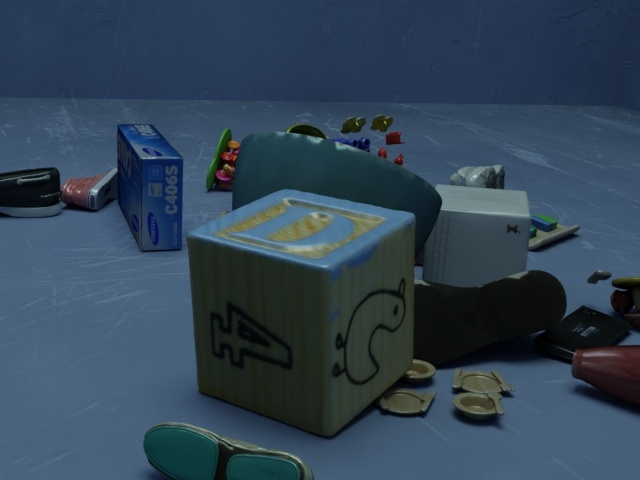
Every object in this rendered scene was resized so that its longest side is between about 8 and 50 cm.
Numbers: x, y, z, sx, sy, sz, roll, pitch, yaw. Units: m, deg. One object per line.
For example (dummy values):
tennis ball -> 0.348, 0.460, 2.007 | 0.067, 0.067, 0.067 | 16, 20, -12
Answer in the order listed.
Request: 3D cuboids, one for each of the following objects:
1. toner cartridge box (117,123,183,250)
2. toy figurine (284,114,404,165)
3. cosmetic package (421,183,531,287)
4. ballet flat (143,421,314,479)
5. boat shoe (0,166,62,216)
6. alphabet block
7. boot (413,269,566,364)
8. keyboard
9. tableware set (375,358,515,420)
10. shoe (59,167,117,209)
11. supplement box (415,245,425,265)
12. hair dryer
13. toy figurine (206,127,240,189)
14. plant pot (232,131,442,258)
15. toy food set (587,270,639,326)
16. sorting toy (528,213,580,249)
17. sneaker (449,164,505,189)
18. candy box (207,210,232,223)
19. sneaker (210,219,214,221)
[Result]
toner cartridge box -> -0.320, -0.107, 1.704 | 0.075, 0.165, 0.348 | -3, 16, -18
toy figurine -> -0.008, -0.160, 1.989 | 0.217, 0.191, 0.362 | -1, 8, 44
cosmetic package -> 0.242, 0.007, 1.439 | 0.151, 0.151, 0.183 | 6, 15, 9
ballet flat -> -0.085, 0.211, 0.862 | 0.168, 0.057, 0.052 | 12, -10, 18
boat shoe -> -0.642, -0.097, 1.732 | 0.303, 0.091, 0.114 | -2, 17, -20
alphabet block -> -0.018, 0.071, 1.041 | 0.193, 0.197, 0.192 | 14, 27, 33
boot -> 0.163, 0.110, 1.219 | 0.305, 0.112, 0.115 | -6, -14, -11
keyboard -> 0.352, 0.128, 1.275 | 0.108, 0.023, 0.180 | 21, 22, 31
tableware set -> 0.143, 0.172, 1.077 | 0.169, 0.020, 0.141 | 6, 16, 6
shoe -> -0.461, -0.111, 1.867 | 0.081, 0.063, 0.178 | 10, 21, 5
supplement box -> 0.194, 0.015, 1.576 | 0.083, 0.055, 0.043 | 9, 17, 16
hair dryer -> 0.445, 0.166, 1.115 | 0.294, 0.080, 0.223 | 6, -1, -10
toy figurine -> -0.154, -0.159, 2.054 | 0.159, 0.130, 0.173 | 14, 39, 5
plant pot -> 0.000, 0.000, 1.260 | 0.290, 0.195, 0.290 | 17, -12, 4
toy food set -> 0.497, 0.096, 1.353 | 0.218, 0.071, 0.128 | 6, -8, 3
sorting toy -> 0.379, -0.034, 1.817 | 0.208, 0.038, 0.193 | 15, 20, 36
sneaker -> 0.343, -0.125, 2.075 | 0.115, 0.090, 0.232 | 2, 5, 20
candy box -> -0.096, -0.008, 1.604 | 0.187, 0.053, 0.109 | 8, 16, 10
sneaker -> -0.051, -0.002, 1.469 | 0.283, 0.110, 0.122 | -3, -9, -3
